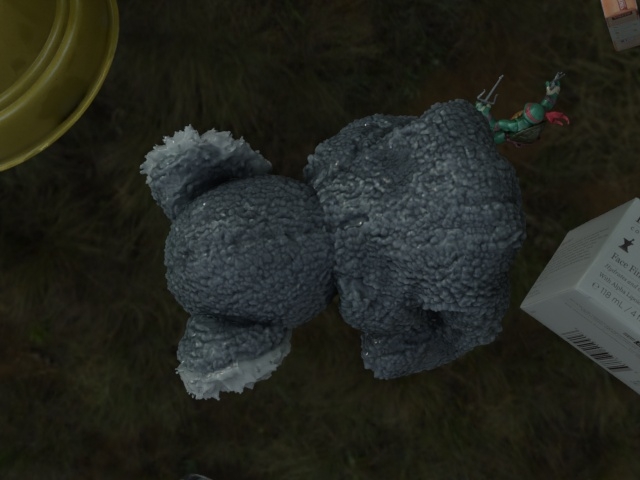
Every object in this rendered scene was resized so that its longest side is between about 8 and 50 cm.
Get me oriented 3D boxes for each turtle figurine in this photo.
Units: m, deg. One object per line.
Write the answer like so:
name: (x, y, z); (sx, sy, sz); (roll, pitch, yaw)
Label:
turtle figurine: (0.370, -0.231, 1.796); (0.175, 0.118, 0.234); (-8, 166, -15)

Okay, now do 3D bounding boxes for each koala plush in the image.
koala plush: (0.000, 0.000, 0.623); (0.221, 0.203, 0.196); (-6, 83, -12)

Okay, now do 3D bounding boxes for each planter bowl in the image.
planter bowl: (-0.272, -0.164, 0.729); (0.217, 0.217, 0.090); (-25, 152, 7)

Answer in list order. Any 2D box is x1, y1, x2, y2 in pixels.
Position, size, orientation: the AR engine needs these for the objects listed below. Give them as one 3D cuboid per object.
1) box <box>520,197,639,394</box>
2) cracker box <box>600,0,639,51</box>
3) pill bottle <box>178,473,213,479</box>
box: (0.339, 0.068, 1.010); (0.181, 0.182, 0.119); (36, 78, 1)
cracker box: (0.607, -0.498, 1.943); (0.067, 0.156, 0.232); (-14, 169, 21)
pill bottle: (-0.158, 0.330, 0.822); (0.245, 0.130, 0.130); (-41, 130, -32)
